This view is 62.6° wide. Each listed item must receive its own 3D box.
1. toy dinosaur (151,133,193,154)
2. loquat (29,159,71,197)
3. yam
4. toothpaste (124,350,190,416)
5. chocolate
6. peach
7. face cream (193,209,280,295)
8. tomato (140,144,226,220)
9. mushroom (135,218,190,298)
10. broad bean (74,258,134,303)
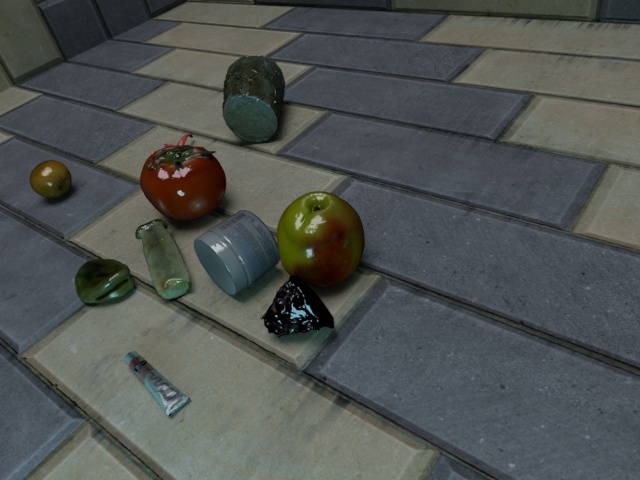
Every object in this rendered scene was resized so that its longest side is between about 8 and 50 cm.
[{"bbox_3d":[-0.516,-0.306,1.929,0.139,0.070,0.286,22,47,22],"label":"toy dinosaur"},{"bbox_3d":[-0.962,-0.219,1.886,0.141,0.141,0.141,-8,40,7],"label":"loquat"},{"bbox_3d":[-0.250,-0.537,1.989,0.241,0.240,0.348,-9,43,6],"label":"yam"},{"bbox_3d":[-0.371,0.314,1.175,0.205,0.036,0.056,29,54,35],"label":"toothpaste"},{"bbox_3d":[-0.065,0.171,1.203,0.133,0.156,0.156,-39,40,8],"label":"chocolate"},{"bbox_3d":[0.000,0.000,1.296,0.231,0.230,0.230,-8,40,7],"label":"peach"},{"bbox_3d":[-0.211,0.029,1.350,0.153,0.177,0.177,-36,45,-28],"label":"face cream"},{"bbox_3d":[-0.419,-0.180,1.617,0.256,0.224,0.255,-6,37,5],"label":"tomato"},{"bbox_3d":[-0.441,0.046,1.476,0.100,0.081,0.312,-28,46,-11],"label":"mushroom"},{"bbox_3d":[-0.604,0.110,1.463,0.207,0.072,0.153,5,40,38],"label":"broad bean"}]
